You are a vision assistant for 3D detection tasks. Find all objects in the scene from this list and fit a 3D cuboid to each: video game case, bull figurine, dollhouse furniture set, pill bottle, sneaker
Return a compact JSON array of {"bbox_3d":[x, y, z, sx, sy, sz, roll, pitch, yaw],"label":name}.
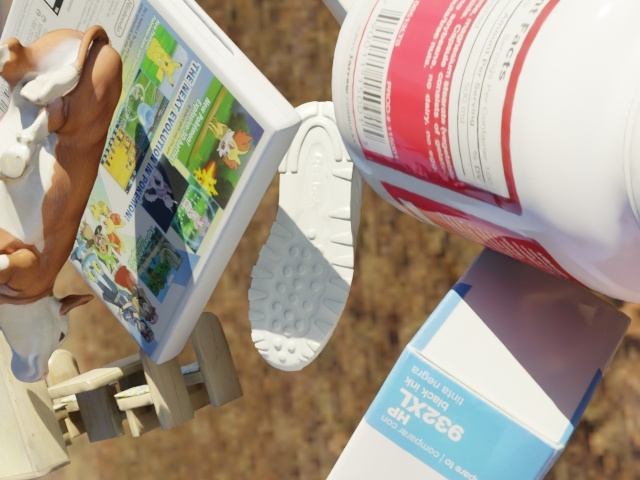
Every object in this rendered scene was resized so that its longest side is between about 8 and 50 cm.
[{"bbox_3d":[-0.173,-0.096,1.503,0.300,0.036,0.329,48,137,17],"label":"video game case"},{"bbox_3d":[-0.241,-0.025,1.390,0.188,0.101,0.310,-29,-44,-68],"label":"bull figurine"},{"bbox_3d":[-0.241,0.119,1.662,0.212,0.242,0.161,-16,93,37],"label":"dollhouse furniture set"},{"bbox_3d":[0.186,-0.086,1.144,0.408,0.229,0.229,-154,59,-63],"label":"pill bottle"},{"bbox_3d":[0.000,0.000,1.514,0.095,0.090,0.235,33,-111,-75],"label":"sneaker"}]

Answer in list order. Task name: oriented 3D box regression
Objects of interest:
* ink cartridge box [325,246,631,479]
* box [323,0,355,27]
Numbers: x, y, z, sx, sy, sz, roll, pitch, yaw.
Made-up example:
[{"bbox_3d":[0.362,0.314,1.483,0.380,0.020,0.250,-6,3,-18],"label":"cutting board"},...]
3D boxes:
[{"bbox_3d":[0.082,0.179,1.299,0.307,0.129,0.223,-61,-8,29],"label":"ink cartridge box"},{"bbox_3d":[0.040,-0.291,1.768,0.275,0.113,0.094,56,178,34],"label":"box"}]
